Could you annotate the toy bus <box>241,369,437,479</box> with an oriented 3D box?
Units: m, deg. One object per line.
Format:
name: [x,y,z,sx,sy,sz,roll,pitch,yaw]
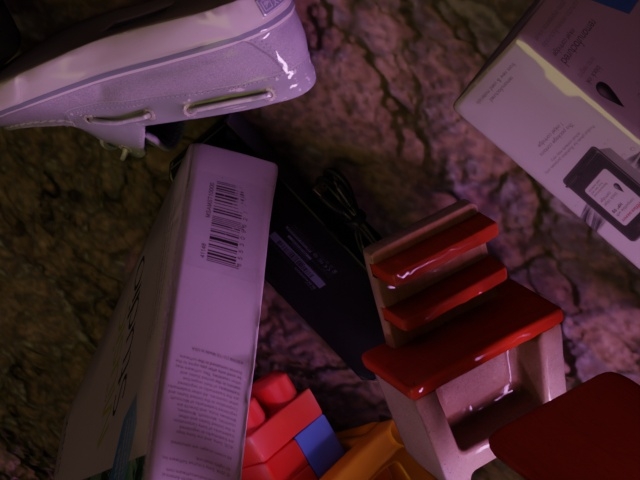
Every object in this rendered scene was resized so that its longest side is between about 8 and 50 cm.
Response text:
toy bus: [-0.016,0.196,1.150,0.149,0.220,0.211,-19,106,47]

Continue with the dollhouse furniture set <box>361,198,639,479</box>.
dollhouse furniture set: [0.125,0.092,0.960,0.259,0.262,0.135,34,145,53]

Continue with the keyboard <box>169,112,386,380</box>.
keyboard: [0.000,0.000,1.115,0.180,0.023,0.108,46,142,-8]

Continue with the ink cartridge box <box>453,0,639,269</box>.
ink cartridge box: [0.163,-0.046,0.911,0.180,0.104,0.060,40,135,-2]

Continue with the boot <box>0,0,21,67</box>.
boot: [-0.406,-0.261,1.073,0.367,0.146,0.445,-10,123,27]

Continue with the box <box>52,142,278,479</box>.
box: [-0.106,0.129,1.121,0.058,0.232,0.322,14,142,-11]

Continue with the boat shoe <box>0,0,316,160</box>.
boat shoe: [-0.102,-0.083,1.072,0.227,0.079,0.081,-12,113,35]
